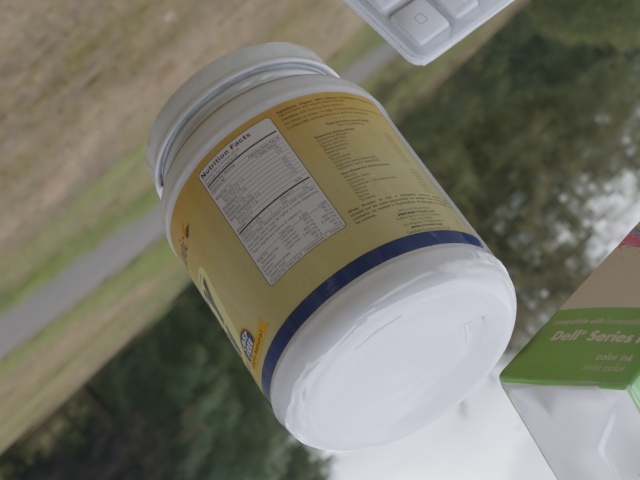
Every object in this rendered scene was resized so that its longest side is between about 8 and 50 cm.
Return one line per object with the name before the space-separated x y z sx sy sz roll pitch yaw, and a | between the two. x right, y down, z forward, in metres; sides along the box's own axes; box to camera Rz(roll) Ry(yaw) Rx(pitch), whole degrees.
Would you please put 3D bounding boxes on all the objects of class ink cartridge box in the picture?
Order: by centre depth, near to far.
ink cartridge box | 0.302 0.059 1.221 0.353 0.207 0.119 -44 -157 -30

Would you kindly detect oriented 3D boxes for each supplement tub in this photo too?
supplement tub | 0.000 0.000 1.588 0.228 0.316 0.228 -22 144 -17

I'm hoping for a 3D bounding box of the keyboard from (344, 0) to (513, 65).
keyboard | 0.093 -0.138 0.540 0.256 0.072 0.014 -37 156 -25
